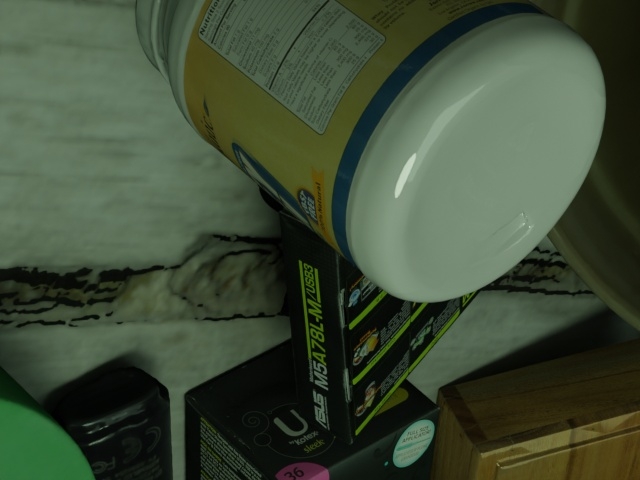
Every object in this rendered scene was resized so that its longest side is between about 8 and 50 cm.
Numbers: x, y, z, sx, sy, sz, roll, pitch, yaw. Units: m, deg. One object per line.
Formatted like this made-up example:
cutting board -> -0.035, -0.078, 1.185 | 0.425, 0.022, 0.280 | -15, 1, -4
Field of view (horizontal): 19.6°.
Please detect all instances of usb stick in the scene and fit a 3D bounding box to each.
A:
usb stick -> -0.121, 0.187, 1.107 | 0.077, 0.045, 0.278 | -21, 137, -24

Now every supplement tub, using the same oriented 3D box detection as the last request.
supplement tub -> 0.019, -0.079, 0.873 | 0.144, 0.200, 0.144 | -28, 139, -27

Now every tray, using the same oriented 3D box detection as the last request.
tray -> 0.176, 0.259, 1.426 | 0.203, 0.076, 0.410 | -12, 134, -18

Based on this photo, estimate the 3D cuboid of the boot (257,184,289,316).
boot -> -0.001, 0.000, 1.061 | 0.121, 0.045, 0.099 | -11, 127, -50

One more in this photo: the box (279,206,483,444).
box -> 0.052, -0.008, 1.049 | 0.190, 0.045, 0.184 | -48, 153, -30

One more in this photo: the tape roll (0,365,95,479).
tape roll -> -0.260, 0.190, 0.921 | 0.321, 0.077, 0.321 | -31, 141, -29

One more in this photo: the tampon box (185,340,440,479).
tampon box -> -0.008, 0.155, 1.148 | 0.120, 0.101, 0.161 | -27, 139, -30

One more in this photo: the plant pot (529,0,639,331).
plant pot -> 0.315, -0.117, 1.108 | 0.280, 0.323, 0.323 | -40, 147, -42
